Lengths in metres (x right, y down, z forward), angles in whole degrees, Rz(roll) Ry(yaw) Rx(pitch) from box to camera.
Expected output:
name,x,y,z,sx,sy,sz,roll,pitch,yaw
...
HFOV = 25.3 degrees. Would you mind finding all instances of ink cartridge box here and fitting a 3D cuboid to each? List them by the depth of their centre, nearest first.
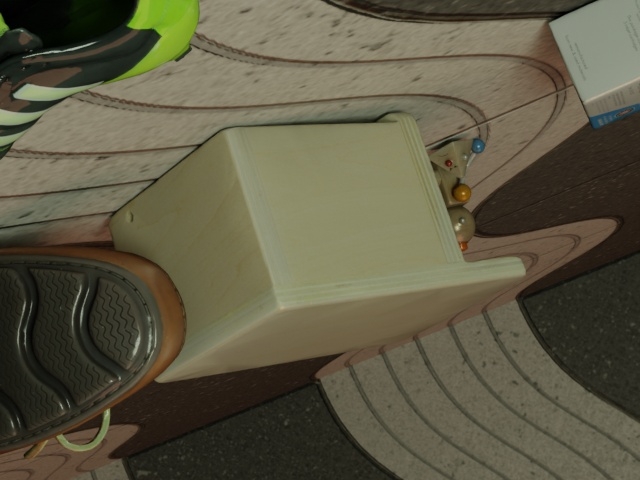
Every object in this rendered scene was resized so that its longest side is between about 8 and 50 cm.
name,x,y,z,sx,sy,sz,roll,pitch,yaw
ink cartridge box,0.248,-0.143,0.933,0.181,0.061,0.104,-23,170,11

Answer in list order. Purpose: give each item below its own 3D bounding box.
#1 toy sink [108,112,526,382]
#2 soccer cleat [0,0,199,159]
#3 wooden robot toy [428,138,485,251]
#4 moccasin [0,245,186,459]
name,x,y,z,sx,sy,sz,roll,pitch,yaw
toy sink,0.000,0.000,0.984,0.234,0.131,0.153,-6,162,-40
soccer cleat,-0.135,-0.069,0.586,0.179,0.060,0.072,-29,159,7
wooden robot toy,0.093,-0.022,1.196,0.076,0.079,0.173,-17,168,-25
moccasin,-0.231,0.094,0.980,0.380,0.139,0.147,-28,168,35
